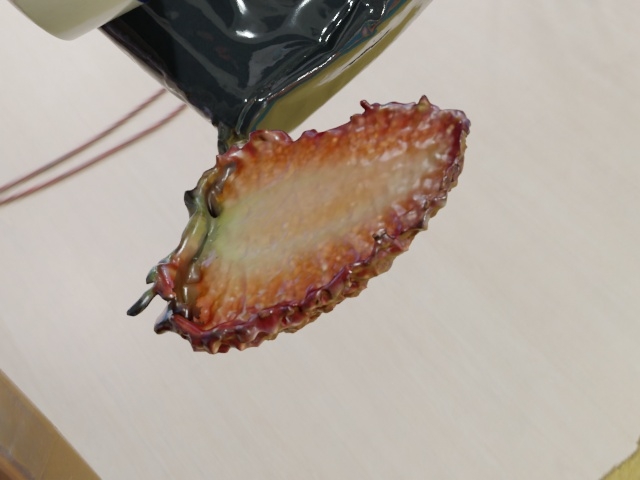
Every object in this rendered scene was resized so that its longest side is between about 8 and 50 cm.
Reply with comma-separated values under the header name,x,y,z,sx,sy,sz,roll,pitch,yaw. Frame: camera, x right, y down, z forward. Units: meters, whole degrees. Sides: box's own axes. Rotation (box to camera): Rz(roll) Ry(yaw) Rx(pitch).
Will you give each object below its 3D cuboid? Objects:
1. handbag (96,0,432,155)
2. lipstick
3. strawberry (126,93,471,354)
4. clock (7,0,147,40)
name,x,y,z,sx,sy,sz,roll,pitch,yaw
handbag,-0.077,-0.224,0.853,0.302,0.178,0.275,38,86,13
lipstick,-0.181,0.126,0.588,0.045,0.145,0.045,-2,49,19
strawberry,0.001,0.004,0.601,0.208,0.087,0.167,-6,50,31
clock,-0.193,-0.244,0.632,0.083,0.230,0.230,-25,55,6
